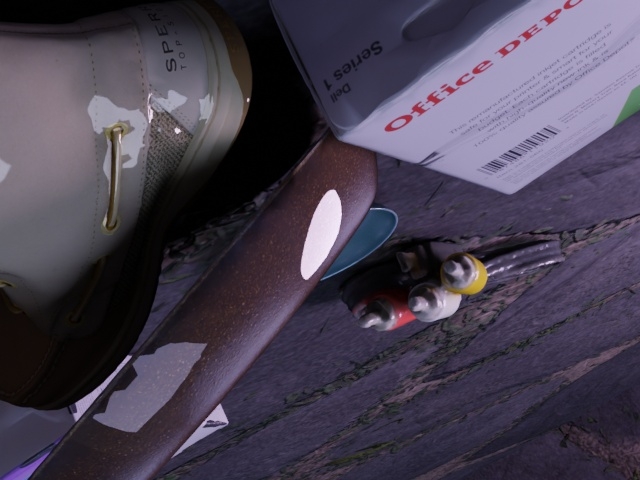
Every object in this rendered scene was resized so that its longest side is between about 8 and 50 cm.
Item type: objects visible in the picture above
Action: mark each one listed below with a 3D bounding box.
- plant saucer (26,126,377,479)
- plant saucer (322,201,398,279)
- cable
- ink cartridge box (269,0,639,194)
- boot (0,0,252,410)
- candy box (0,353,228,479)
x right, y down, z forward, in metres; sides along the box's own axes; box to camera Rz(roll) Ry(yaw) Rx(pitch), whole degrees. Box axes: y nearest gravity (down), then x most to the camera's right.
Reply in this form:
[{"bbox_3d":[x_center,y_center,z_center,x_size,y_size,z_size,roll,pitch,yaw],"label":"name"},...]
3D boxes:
[{"bbox_3d":[-0.063,0.050,0.679,0.310,0.050,0.310,-50,-176,5],"label":"plant saucer"},{"bbox_3d":[0.000,0.000,0.902,0.119,0.021,0.119,-23,160,-9],"label":"plant saucer"},{"bbox_3d":[0.128,0.046,1.104,0.139,0.072,0.287,-30,161,29],"label":"cable"},{"bbox_3d":[0.102,-0.113,0.631,0.160,0.092,0.219,-35,158,22],"label":"ink cartridge box"},{"bbox_3d":[-0.166,-0.003,0.555,0.204,0.095,0.262,-8,144,-43],"label":"boot"},{"bbox_3d":[-0.201,0.160,0.993,0.165,0.070,0.196,-34,158,22],"label":"candy box"}]
